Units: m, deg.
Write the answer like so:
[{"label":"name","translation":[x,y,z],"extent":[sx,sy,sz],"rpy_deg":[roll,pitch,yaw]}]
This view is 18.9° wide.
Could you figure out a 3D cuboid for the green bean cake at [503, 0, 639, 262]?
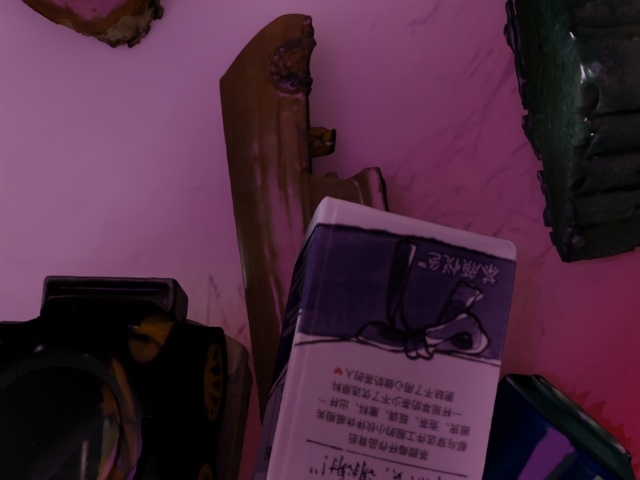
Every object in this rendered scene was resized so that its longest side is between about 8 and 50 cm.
[{"label":"green bean cake","translation":[0.188,-0.117,1.299],"extent":[0.107,0.193,0.208],"rpy_deg":[-11,50,-8]}]

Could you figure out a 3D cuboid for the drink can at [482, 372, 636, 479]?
[{"label":"drink can","translation":[0.112,0.194,1.302],"extent":[0.118,0.118,0.205],"rpy_deg":[42,94,9]}]

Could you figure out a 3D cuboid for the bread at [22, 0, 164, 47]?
[{"label":"bread","translation":[-0.169,-0.217,1.393],"extent":[0.140,0.069,0.128],"rpy_deg":[31,92,9]}]

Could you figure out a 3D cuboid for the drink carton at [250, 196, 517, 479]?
[{"label":"drink carton","translation":[0.037,0.101,1.223],"extent":[0.134,0.102,0.222],"rpy_deg":[14,69,-7]}]

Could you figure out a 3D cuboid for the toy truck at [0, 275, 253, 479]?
[{"label":"toy truck","translation":[-0.140,0.234,1.240],"extent":[0.181,0.254,0.405],"rpy_deg":[0,73,12]}]

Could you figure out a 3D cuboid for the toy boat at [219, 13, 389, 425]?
[{"label":"toy boat","translation":[0.000,0.000,1.346],"extent":[0.121,0.089,0.321],"rpy_deg":[-7,85,4]}]
